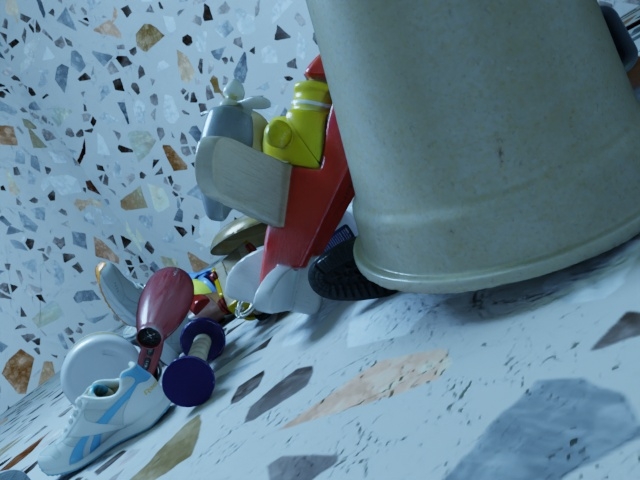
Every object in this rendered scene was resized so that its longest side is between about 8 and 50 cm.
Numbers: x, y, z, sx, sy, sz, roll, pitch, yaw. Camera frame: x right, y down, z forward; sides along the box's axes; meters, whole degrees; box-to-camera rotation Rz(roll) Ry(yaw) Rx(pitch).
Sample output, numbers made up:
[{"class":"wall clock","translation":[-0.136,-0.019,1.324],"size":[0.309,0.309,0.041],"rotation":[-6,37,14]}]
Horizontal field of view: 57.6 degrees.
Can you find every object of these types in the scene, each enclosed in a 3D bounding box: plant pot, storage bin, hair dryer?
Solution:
[{"class":"plant pot","translation":[-0.103,-0.028,1.120],"size":[0.237,0.032,0.236],"rotation":[-21,-7,-3]},{"class":"storage bin","translation":[0.299,-0.225,0.726],"size":[0.135,0.098,0.091],"rotation":[-32,8,18]},{"class":"plant pot","translation":[0.135,-0.167,0.559],"size":[0.334,0.305,0.334],"rotation":[-21,19,8]},{"class":"hair dryer","translation":[-0.254,0.154,0.941],"size":[0.080,0.223,0.293],"rotation":[8,-19,-8]}]

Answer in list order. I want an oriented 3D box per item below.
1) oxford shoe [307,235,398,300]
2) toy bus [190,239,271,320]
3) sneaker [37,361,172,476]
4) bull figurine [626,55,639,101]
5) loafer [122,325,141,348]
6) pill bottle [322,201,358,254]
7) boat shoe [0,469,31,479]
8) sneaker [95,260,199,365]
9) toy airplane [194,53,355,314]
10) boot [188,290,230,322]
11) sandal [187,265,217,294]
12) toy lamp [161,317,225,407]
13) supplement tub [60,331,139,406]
[{"class":"oxford shoe","translation":[0.094,0.016,0.744],"size":[0.227,0.082,0.096],"rotation":[-20,6,7]},{"class":"toy bus","translation":[-0.121,0.089,1.039],"size":[0.191,0.104,0.202],"rotation":[-11,42,40]},{"class":"sneaker","translation":[-0.331,0.263,0.862],"size":[0.229,0.092,0.087],"rotation":[-33,9,9]},{"class":"bull figurine","translation":[0.363,-0.190,0.841],"size":[0.188,0.101,0.310],"rotation":[-37,7,-1]},{"class":"loafer","translation":[-0.381,0.207,1.359],"size":[0.112,0.111,0.319],"rotation":[-46,6,-8]},{"class":"pill bottle","translation":[0.022,-0.004,1.106],"size":[0.169,0.094,0.094],"rotation":[-35,7,-14]},{"class":"boat shoe","translation":[-0.448,0.368,0.698],"size":[0.076,0.083,0.226],"rotation":[-29,9,21]},{"class":"sneaker","translation":[-0.324,0.120,1.129],"size":[0.121,0.262,0.099],"rotation":[-37,36,-8]},{"class":"toy airplane","translation":[-0.047,-0.083,0.844],"size":[0.384,0.273,0.386],"rotation":[-47,-20,-35]},{"class":"boot","translation":[-0.212,0.114,1.335],"size":[0.281,0.096,0.264],"rotation":[-33,7,-4]},{"class":"sandal","translation":[-0.328,0.136,1.650],"size":[0.138,0.126,0.317],"rotation":[-33,14,-26]},{"class":"toy lamp","translation":[-0.191,0.175,0.904],"size":[0.080,0.080,0.274],"rotation":[-33,6,-1]},{"class":"supplement tub","translation":[-0.428,0.253,1.144],"size":[0.144,0.144,0.200],"rotation":[-36,8,-21]}]
